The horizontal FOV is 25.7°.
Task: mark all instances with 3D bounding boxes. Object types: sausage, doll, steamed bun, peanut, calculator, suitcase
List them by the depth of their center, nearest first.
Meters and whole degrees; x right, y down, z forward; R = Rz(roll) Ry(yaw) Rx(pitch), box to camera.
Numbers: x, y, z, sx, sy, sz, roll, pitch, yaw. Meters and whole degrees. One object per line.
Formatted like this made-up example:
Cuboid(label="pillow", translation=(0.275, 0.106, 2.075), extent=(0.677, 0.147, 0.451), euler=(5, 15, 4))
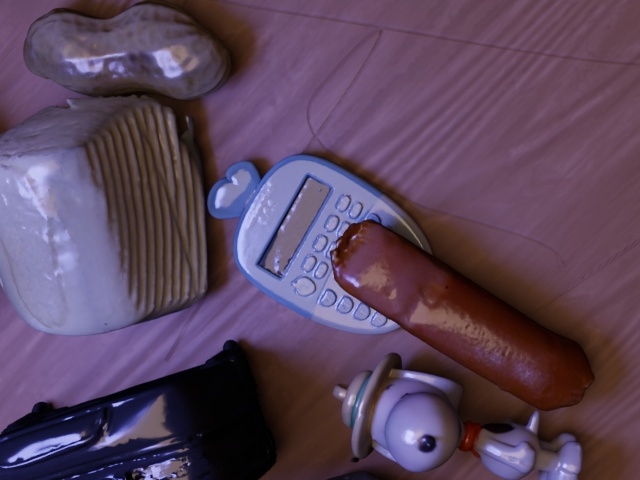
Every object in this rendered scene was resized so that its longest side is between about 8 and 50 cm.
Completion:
Cuboid(label="sausage", translation=(0.166, 0.092, 1.680), extent=(0.348, 0.094, 0.097), euler=(32, 85, -1))
Cuboid(label="suitcase", translation=(-0.248, 0.258, 1.680), extent=(0.345, 0.339, 0.188), euler=(-17, 87, 14))
Cuboid(label="doll", translation=(0.164, 0.239, 1.698), extent=(0.271, 0.208, 0.144), euler=(14, 100, -26))
Cuboid(label="steamed bun", translation=(-0.312, -0.021, 1.728), extent=(0.272, 0.273, 0.290), euler=(-12, 97, 31))
Cuboid(label="peanut", translation=(-0.244, -0.240, 1.749), extent=(0.274, 0.111, 0.125), euler=(4, 91, 12))
Cuboid(label="calculator", translation=(0.000, 0.000, 1.752), extent=(0.302, 0.042, 0.188), euler=(32, 102, 8))

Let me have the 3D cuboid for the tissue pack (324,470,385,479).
Cuboid(label="tissue pack", translation=(-0.056, 0.458, 1.689), extent=(0.387, 0.267, 0.277), euler=(-17, 94, 12))
